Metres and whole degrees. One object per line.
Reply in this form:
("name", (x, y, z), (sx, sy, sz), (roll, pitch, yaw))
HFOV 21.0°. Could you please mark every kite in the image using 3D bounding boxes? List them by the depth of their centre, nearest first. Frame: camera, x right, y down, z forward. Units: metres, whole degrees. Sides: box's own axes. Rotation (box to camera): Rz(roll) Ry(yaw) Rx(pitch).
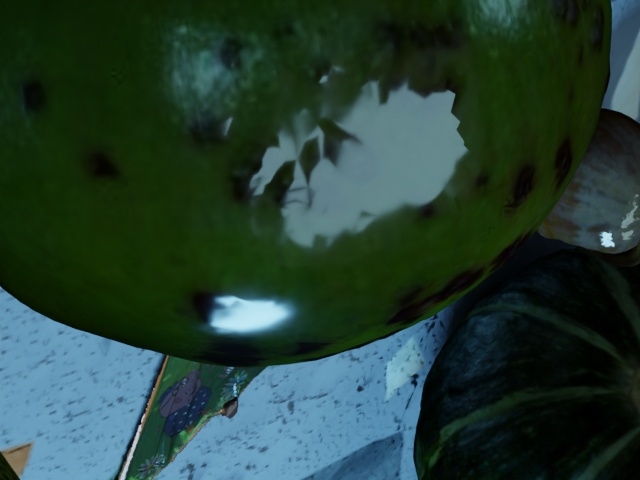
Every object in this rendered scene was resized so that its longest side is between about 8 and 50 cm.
("kite", (0.000, 0.000, 0.808), (0.321, 0.016, 0.234), (-44, 152, -10))

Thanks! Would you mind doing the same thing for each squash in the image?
("squash", (0.180, 0.118, 0.963), (0.252, 0.252, 0.165), (-36, 155, -24))

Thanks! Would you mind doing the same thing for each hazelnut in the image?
("hazelnut", (0.150, -0.027, 0.922), (0.086, 0.086, 0.086), (-35, 149, -25))

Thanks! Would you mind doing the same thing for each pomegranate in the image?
("pomegranate", (-0.026, -0.081, 0.492), (0.211, 0.211, 0.263), (-29, 126, -33))

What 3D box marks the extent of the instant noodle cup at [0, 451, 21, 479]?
("instant noodle cup", (-0.186, 0.165, 0.494), (0.325, 0.254, 0.325), (-36, 149, -26))
